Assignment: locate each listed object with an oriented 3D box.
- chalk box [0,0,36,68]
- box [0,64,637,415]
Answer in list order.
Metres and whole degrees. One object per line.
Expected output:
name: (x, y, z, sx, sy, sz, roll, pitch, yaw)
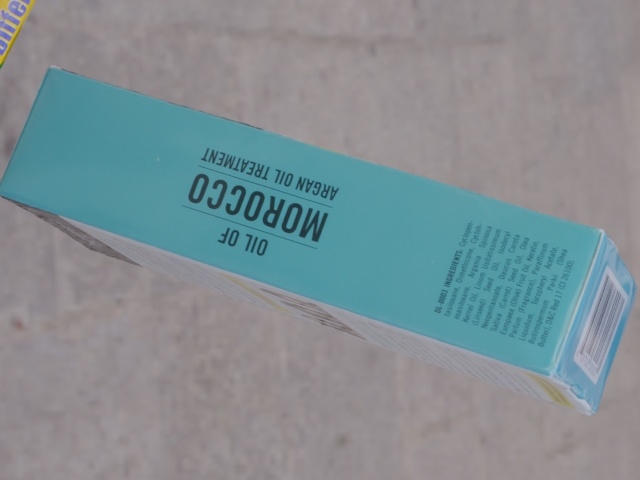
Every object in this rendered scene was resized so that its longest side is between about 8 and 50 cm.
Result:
chalk box: (-0.172, -0.115, 0.464, 0.213, 0.132, 0.132, 27, 86, -23)
box: (0.000, 0.000, 0.769, 0.060, 0.244, 0.100, -69, 160, -8)
